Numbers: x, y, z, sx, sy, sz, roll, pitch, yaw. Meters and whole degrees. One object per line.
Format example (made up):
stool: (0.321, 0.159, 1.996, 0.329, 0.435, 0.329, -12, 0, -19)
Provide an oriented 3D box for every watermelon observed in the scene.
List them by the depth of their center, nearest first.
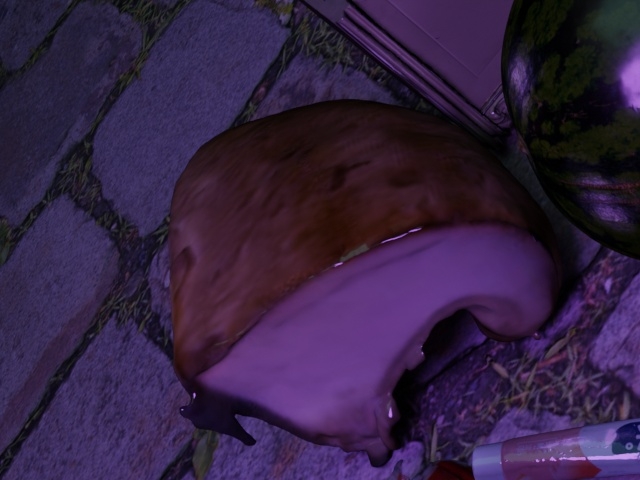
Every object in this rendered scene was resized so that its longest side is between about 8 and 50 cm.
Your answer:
watermelon: (0.271, -0.122, 1.270, 0.285, 0.285, 0.285, -34, 39, 32)

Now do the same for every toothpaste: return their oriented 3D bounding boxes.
toothpaste: (0.212, 0.154, 1.300, 0.205, 0.036, 0.056, -11, 53, 26)

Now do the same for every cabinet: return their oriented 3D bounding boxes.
cabinet: (0.135, -0.306, 1.669, 0.318, 0.227, 0.290, -52, 31, 4)

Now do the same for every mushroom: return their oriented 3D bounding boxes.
mushroom: (0.025, -0.036, 1.580, 0.314, 0.224, 0.397, -43, 34, 26)

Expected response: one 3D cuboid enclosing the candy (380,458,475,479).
candy: (0.126, 0.229, 1.364, 0.292, 0.059, 0.086, 25, 86, 59)
